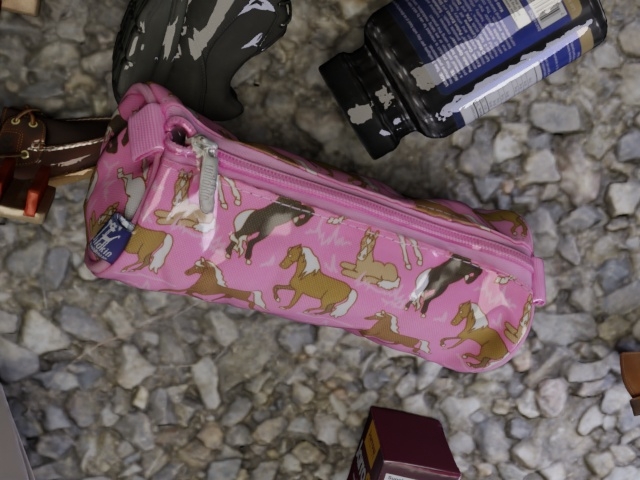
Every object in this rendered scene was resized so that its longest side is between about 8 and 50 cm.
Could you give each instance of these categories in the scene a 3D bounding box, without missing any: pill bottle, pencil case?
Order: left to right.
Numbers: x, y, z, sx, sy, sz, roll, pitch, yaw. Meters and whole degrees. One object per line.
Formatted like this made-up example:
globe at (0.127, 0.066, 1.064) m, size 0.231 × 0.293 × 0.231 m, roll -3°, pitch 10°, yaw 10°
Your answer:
pencil case at (0.000, 0.000, 0.827) m, size 0.386 × 0.167 × 0.160 m, roll 18°, pitch 104°, yaw -24°
pill bottle at (0.115, -0.162, 0.823) m, size 0.219 × 0.123 × 0.123 m, roll -30°, pitch 110°, yaw 7°

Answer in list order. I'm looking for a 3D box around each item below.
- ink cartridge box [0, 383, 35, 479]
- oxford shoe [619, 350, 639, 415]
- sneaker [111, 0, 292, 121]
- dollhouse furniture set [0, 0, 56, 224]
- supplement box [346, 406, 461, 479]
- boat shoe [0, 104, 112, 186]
ink cartridge box at (-0.465, 0.289, 0.831) m, size 0.395 × 0.166 × 0.285 m, roll -1°, pitch 123°, yaw -30°
oxford shoe at (0.401, 0.110, 0.985) m, size 0.212 × 0.076 × 0.076 m, roll -13°, pitch 72°, yaw -10°
sneaker at (-0.074, -0.228, 0.805) m, size 0.130 × 0.109 × 0.286 m, roll 16°, pitch 116°, yaw -21°
dollhouse furniture set at (-0.248, -0.154, 0.723) m, size 0.135 × 0.262 × 0.259 m, roll 11°, pitch 110°, yaw -11°
supplement box at (0.068, 0.279, 0.997) m, size 0.081 × 0.104 × 0.188 m, roll 13°, pitch 109°, yaw -9°
boat shoe at (-0.262, -0.079, 0.849) m, size 0.207 × 0.073 × 0.073 m, roll -13°, pitch 114°, yaw 0°
